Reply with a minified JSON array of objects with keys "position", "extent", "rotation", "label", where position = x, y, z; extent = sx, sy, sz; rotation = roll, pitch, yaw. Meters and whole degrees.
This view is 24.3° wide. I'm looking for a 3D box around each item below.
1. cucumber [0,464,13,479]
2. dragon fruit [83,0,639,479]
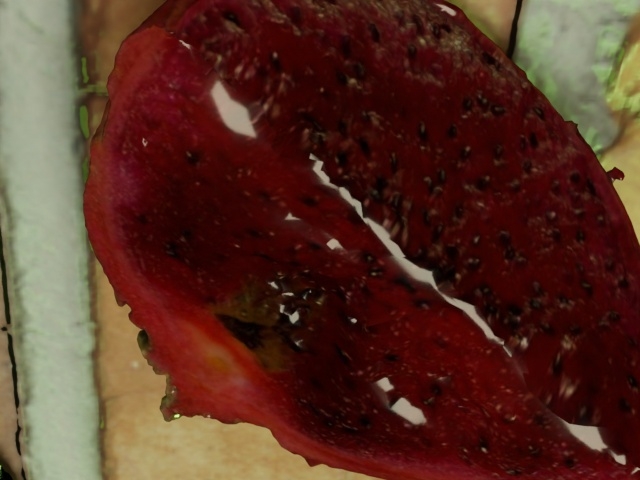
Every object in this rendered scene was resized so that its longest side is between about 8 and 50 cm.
[{"position":[-0.200,0.108,0.758],"extent":[0.053,0.053,0.181],"rotation":[-14,135,10],"label":"cucumber"},{"position":[0.000,0.000,0.624],"extent":[0.211,0.134,0.262],"rotation":[-29,115,38],"label":"dragon fruit"}]
